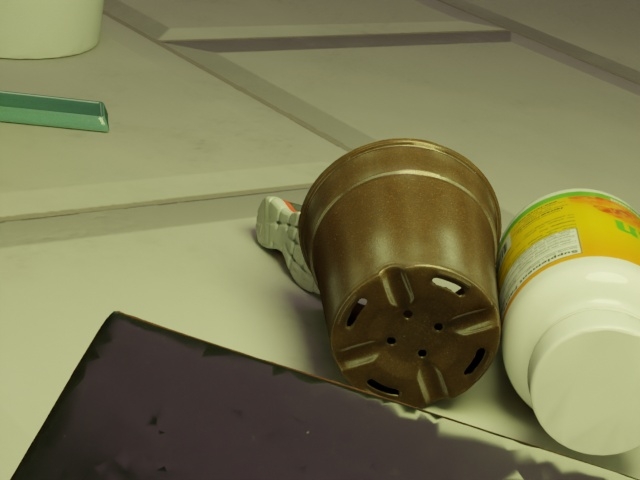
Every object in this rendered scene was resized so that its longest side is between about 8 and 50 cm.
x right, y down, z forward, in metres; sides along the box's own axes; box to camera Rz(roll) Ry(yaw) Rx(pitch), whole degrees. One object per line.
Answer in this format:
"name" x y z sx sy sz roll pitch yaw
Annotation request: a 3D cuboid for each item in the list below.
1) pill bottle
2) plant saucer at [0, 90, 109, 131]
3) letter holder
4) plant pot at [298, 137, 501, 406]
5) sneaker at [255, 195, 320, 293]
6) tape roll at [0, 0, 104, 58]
"pill bottle" 0.206 0.061 1.116 0.136 0.136 0.246 10 22 1
"plant saucer" -0.322 -0.143 1.556 0.192 0.018 0.067 6 22 -12
"letter holder" 0.009 0.194 0.728 0.302 0.214 0.152 17 55 15
"plant pot" 0.068 0.032 1.121 0.167 0.167 0.165 7 30 -7
"sneaker" 0.000 0.000 1.288 0.065 0.061 0.158 5 22 -30
"tape roll" -0.416 -0.317 1.838 0.286 0.100 0.286 8 23 -4
